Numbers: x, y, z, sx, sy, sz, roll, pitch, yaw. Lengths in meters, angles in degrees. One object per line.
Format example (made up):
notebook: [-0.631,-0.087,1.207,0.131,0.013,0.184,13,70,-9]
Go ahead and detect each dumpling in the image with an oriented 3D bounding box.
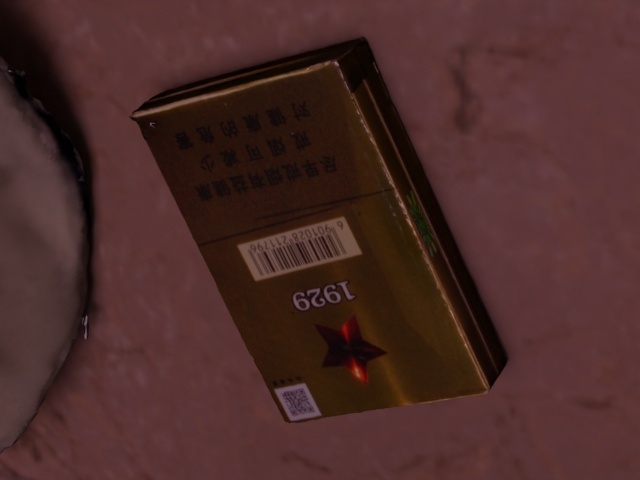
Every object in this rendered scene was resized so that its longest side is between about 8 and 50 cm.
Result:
dumpling: [-0.171,-0.005,0.700,0.172,0.142,0.247,-19,127,3]

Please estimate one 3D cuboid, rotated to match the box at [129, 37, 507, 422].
box: [0.000,0.000,0.669,0.090,0.023,0.133,-13,112,35]
